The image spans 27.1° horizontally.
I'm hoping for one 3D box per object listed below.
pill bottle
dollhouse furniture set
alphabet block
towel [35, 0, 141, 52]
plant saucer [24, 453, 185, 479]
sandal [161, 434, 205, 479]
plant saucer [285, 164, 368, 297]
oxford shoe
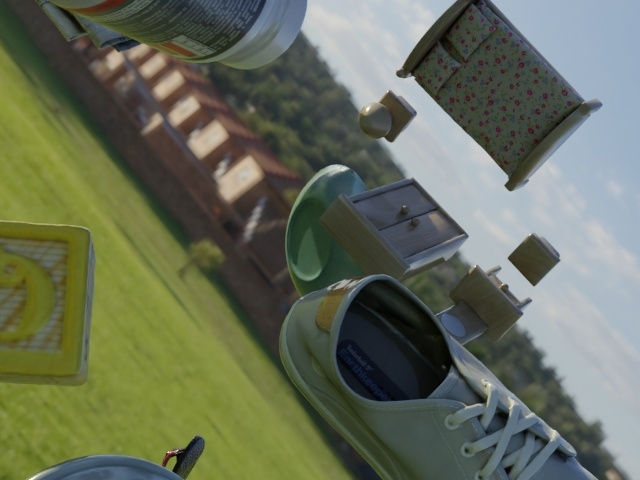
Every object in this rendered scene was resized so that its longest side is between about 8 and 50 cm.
[{"bbox_3d":[-0.180,-0.340,1.645,0.210,0.210,0.363,53,18,28],"label":"pill bottle"},{"bbox_3d":[0.185,-0.101,1.455,0.303,0.355,0.174,48,31,14],"label":"dollhouse furniture set"},{"bbox_3d":[-0.388,0.083,1.678,0.197,0.193,0.192,133,-41,-79],"label":"alphabet block"},{"bbox_3d":[-0.388,-0.447,2.218,0.324,0.056,0.312,47,31,7],"label":"towel"},{"bbox_3d":[-0.219,0.434,1.429,0.100,0.400,0.400,-7,-50,48],"label":"plant saucer"},{"bbox_3d":[-0.228,0.355,2.068,0.040,0.067,0.179,42,-44,12],"label":"sandal"},{"bbox_3d":[0.000,0.000,1.671,0.037,0.195,0.195,4,32,-32],"label":"plant saucer"},{"bbox_3d":[0.149,0.199,1.255,0.449,0.169,0.130,42,-35,4],"label":"oxford shoe"}]
